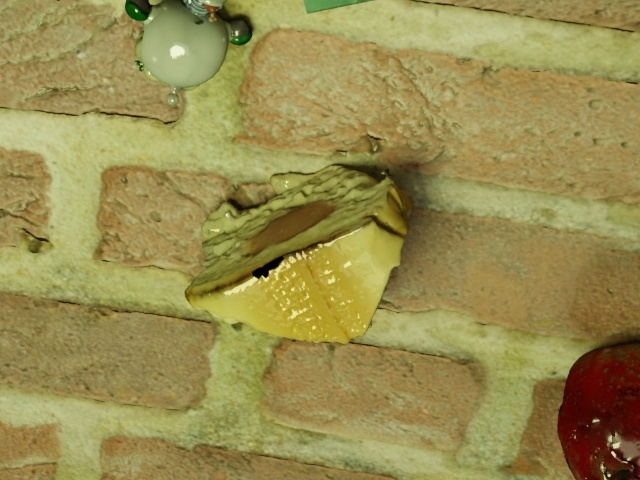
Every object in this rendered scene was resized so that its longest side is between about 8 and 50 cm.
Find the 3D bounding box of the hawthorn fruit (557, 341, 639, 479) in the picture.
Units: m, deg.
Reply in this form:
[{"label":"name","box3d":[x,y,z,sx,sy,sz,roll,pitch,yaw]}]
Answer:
[{"label":"hawthorn fruit","box3d":[0.352,0.229,1.766,0.181,0.235,0.181,11,129,15]}]

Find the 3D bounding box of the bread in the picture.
[{"label":"bread","box3d":[-0.008,-0.008,1.693,0.224,0.183,0.211,21,120,-9]}]

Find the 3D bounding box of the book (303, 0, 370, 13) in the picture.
[{"label":"book","box3d":[0.038,-0.300,1.607,0.135,0.017,0.103,-9,122,13]}]

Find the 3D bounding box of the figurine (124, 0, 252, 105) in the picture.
[{"label":"figurine","box3d":[-0.136,-0.243,1.623,0.147,0.093,0.197,11,116,-26]}]
